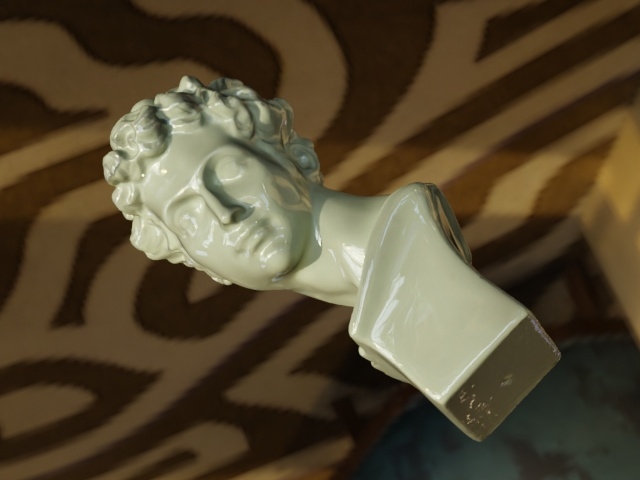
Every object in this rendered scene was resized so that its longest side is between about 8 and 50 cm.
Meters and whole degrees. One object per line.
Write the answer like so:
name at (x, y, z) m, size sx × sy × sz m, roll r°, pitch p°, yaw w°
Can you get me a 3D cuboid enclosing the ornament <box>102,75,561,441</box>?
ornament at (0.009, 0.003, 1.043) m, size 0.120 × 0.285 × 0.130 m, roll -57°, pitch 164°, yaw -11°
